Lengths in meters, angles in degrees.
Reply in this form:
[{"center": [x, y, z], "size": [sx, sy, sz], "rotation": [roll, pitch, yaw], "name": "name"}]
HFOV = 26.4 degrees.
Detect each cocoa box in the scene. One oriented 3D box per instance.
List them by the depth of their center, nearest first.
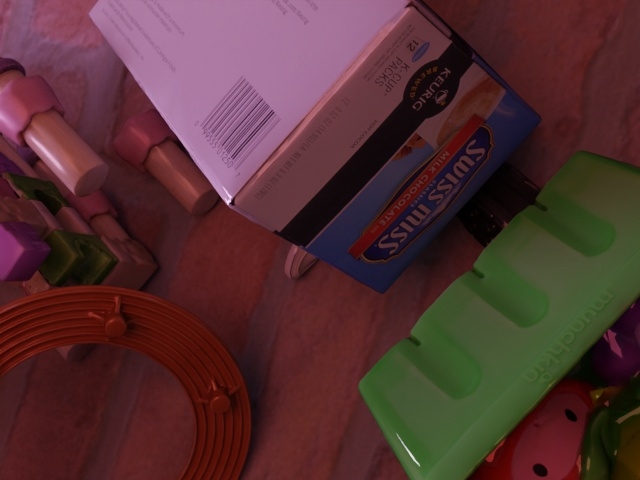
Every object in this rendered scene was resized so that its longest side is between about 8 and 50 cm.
[{"center": [-0.012, -0.163, 1.280], "size": [0.231, 0.228, 0.347], "rotation": [-48, 47, 9], "name": "cocoa box"}]

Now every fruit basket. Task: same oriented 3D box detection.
[{"center": [0.274, 0.158, 1.138], "size": [0.392, 0.283, 0.392], "rotation": [-13, 57, 22], "name": "fruit basket"}]

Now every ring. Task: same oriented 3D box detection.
[{"center": [-0.231, 0.199, 1.342], "size": [0.336, 0.336, 0.032], "rotation": [-46, 28, 10], "name": "ring"}]

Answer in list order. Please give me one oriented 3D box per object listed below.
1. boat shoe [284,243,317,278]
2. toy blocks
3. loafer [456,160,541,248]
[{"center": [0.000, 0.000, 1.407], "size": [0.035, 0.035, 0.100], "rotation": [31, 88, 26], "name": "boat shoe"}, {"center": [-0.329, -0.043, 1.417], "size": [0.260, 0.288, 0.309], "rotation": [45, 103, 20], "name": "toy blocks"}, {"center": [0.146, -0.070, 1.343], "size": [0.078, 0.076, 0.223], "rotation": [-27, 56, -24], "name": "loafer"}]
